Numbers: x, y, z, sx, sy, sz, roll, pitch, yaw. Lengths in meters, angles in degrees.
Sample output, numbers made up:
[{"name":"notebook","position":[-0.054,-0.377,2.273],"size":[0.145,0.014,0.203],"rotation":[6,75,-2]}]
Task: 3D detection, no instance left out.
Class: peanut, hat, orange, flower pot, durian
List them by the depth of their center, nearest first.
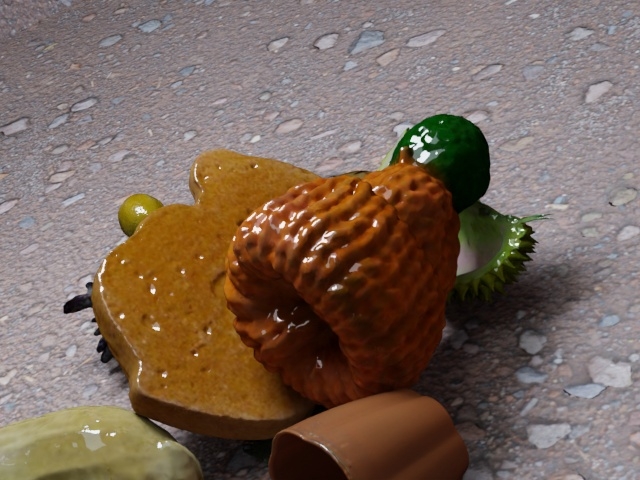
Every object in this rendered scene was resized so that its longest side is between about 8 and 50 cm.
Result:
[{"name":"flower pot","position":[0.063,0.257,1.515],"size":[0.173,0.190,0.191],"rotation":[-29,29,-32]},{"name":"peanut","position":[-0.316,0.297,1.697],"size":[0.340,0.158,0.174],"rotation":[-19,69,16]},{"name":"hat","position":[0.071,0.014,1.714],"size":[0.285,0.285,0.400],"rotation":[2,30,37]},{"name":"durian","position":[0.168,-0.020,1.866],"size":[0.157,0.169,0.355],"rotation":[-14,31,-26]},{"name":"orange","position":[-0.304,-0.037,2.320],"size":[0.085,0.085,0.095],"rotation":[-30,34,-10]}]

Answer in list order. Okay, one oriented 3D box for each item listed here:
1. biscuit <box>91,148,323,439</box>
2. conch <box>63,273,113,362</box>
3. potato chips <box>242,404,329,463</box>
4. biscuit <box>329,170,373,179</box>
[{"name":"biscuit","position":[-0.101,0.073,1.805],"size":[0.350,0.078,0.455],"rotation":[31,52,10]},{"name":"conch","position":[-0.231,0.056,1.994],"size":[0.313,0.186,0.240],"rotation":[-40,19,12]},{"name":"potato chips","position":[-0.006,0.268,1.683],"size":[0.202,0.029,0.220],"rotation":[-16,29,7]},{"name":"biscuit","position":[-0.001,0.000,2.091],"size":[0.359,0.046,0.359],"rotation":[-18,30,11]}]
